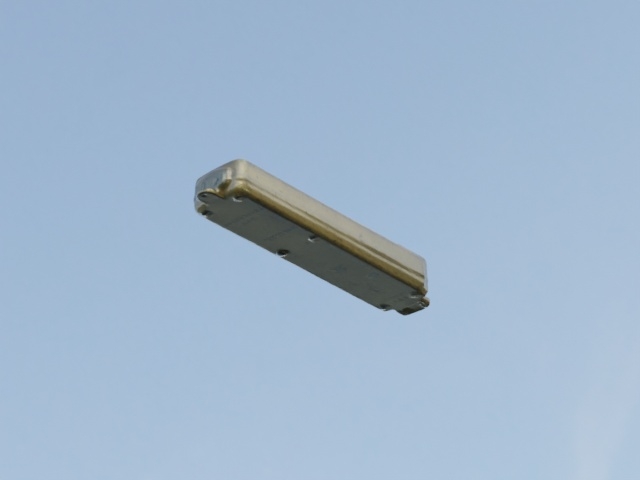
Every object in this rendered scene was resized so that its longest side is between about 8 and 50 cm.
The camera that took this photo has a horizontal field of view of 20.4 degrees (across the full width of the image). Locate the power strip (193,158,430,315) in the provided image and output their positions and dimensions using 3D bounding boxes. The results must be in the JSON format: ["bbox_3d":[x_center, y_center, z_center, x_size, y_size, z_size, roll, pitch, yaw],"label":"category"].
[{"bbox_3d":[0.000,0.000,1.623,0.064,0.044,0.305,-25,-39,36],"label":"power strip"}]
